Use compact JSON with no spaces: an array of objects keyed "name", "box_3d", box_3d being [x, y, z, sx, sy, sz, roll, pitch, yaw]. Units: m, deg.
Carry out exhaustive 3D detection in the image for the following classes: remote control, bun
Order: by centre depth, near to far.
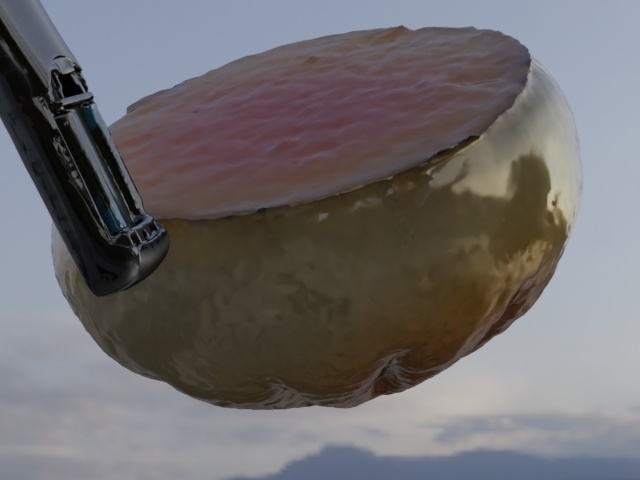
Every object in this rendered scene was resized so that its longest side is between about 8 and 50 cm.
[{"name":"remote control","box_3d":[-0.110,-0.080,0.501,0.028,0.212,0.059,-23,6,16]},{"name":"bun","box_3d":[0.000,0.000,0.792,0.299,0.165,0.299,-12,22,5]}]
